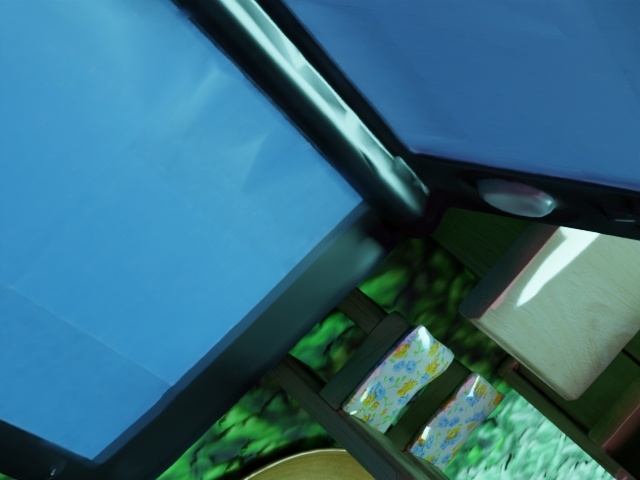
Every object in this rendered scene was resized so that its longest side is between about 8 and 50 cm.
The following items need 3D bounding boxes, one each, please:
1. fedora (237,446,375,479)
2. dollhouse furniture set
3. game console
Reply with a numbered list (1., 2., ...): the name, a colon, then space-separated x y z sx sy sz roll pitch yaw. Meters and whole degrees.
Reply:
1. fedora: 0.001 0.185 0.704 0.194 0.079 0.194 -18 120 -34
2. dollhouse furniture set: 0.138 0.050 0.688 0.212 0.161 0.242 -49 150 2
3. game console: 0.000 0.000 0.455 0.293 0.250 0.173 41 64 -60
